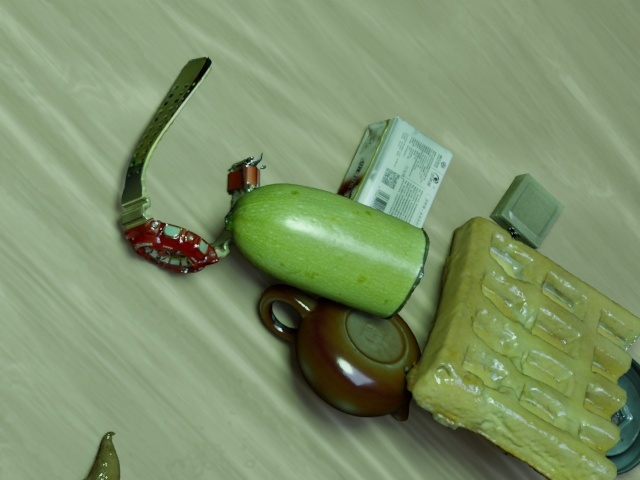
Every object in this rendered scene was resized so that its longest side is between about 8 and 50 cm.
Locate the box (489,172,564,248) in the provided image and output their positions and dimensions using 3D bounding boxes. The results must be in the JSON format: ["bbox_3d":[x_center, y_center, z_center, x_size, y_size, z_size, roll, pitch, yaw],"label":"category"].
[{"bbox_3d":[0.296,-0.039,2.121,0.079,0.035,0.083,41,70,-16],"label":"box"}]

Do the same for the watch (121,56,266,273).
[{"bbox_3d":[-0.155,-0.089,1.895,0.165,0.102,0.268,37,61,-24],"label":"watch"}]

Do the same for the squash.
[{"bbox_3d":[0.000,0.000,1.861,0.247,0.132,0.132,21,76,-17],"label":"squash"}]

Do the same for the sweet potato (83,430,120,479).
[{"bbox_3d":[-0.280,0.331,1.801,0.068,0.060,0.206,52,48,-53],"label":"sweet potato"}]

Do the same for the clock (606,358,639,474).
[{"bbox_3d":[0.404,0.248,2.137,0.185,0.040,0.184,4,81,-26],"label":"clock"}]

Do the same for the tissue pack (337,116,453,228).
[{"bbox_3d":[0.093,-0.073,1.994,0.106,0.099,0.148,32,72,-21],"label":"tissue pack"}]

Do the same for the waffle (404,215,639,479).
[{"bbox_3d":[0.277,0.149,1.977,0.304,0.077,0.348,34,41,-11],"label":"waffle"}]

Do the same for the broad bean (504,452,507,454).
[{"bbox_3d":[0.263,0.189,2.079,0.069,0.039,0.226,-17,92,-20],"label":"broad bean"}]

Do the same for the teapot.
[{"bbox_3d":[0.023,0.149,1.931,0.252,0.135,0.178,34,35,-2],"label":"teapot"}]
